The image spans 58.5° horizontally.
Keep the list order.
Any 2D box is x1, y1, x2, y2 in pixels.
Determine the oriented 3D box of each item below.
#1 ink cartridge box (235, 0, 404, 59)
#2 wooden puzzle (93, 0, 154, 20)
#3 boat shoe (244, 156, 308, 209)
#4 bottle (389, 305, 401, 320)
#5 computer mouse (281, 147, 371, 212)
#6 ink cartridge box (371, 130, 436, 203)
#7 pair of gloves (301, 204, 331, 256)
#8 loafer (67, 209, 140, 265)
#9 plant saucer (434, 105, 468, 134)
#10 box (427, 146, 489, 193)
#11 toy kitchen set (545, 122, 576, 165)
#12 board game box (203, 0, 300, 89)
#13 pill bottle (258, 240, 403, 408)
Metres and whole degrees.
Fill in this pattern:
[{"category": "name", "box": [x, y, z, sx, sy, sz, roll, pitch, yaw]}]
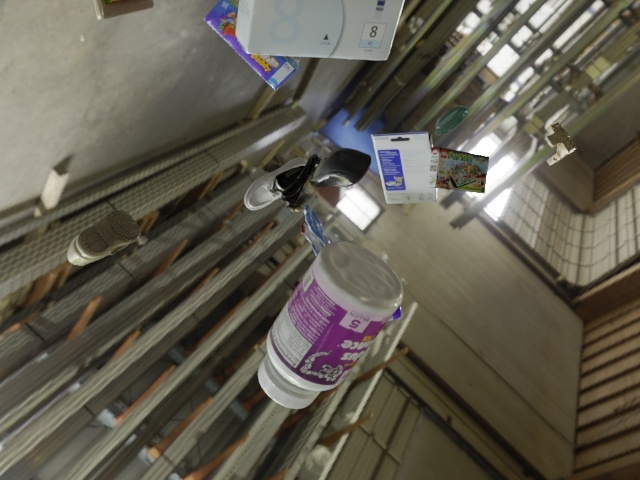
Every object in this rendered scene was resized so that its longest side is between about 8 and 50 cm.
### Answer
[{"category": "ink cartridge box", "box": [0.026, -0.523, 1.024, 0.308, 0.091, 0.385, -6, 133, -25]}, {"category": "wooden puzzle", "box": [-0.428, -0.602, 1.221, 0.238, 0.044, 0.221, -64, 154, -58]}, {"category": "boat shoe", "box": [-0.150, -0.190, 1.979, 0.267, 0.096, 0.088, -30, -161, 4]}, {"category": "bottle", "box": [0.119, 0.239, 1.884, 0.283, 0.092, 0.118, -13, -160, -8]}, {"category": "computer mouse", "box": [-0.005, -0.146, 1.350, 0.262, 0.060, 0.184, 11, -117, 57]}, {"category": "ink cartridge box", "box": [0.258, -0.231, 1.718, 0.332, 0.165, 0.065, 68, 27, -55]}, {"category": "pair of gloves", "box": [0.000, 0.000, 1.462, 0.023, 0.159, 0.198, -30, -156, 14]}, {"category": "loafer", "box": [-0.564, -0.008, 1.480, 0.092, 0.102, 0.268, -27, -174, 17]}, {"category": "plant saucer", "box": [0.384, -0.361, 1.697, 0.119, 0.021, 0.119, -30, 161, -11]}, {"category": "box", "box": [0.399, -0.200, 1.649, 0.036, 0.207, 0.114, 12, -82, 56]}, {"category": "toy kitchen set", "box": [0.595, -0.245, 1.480, 0.068, 0.083, 0.075, -24, 168, -25]}, {"category": "board game box", "box": [-0.152, -0.555, 1.482, 0.078, 0.233, 0.347, -37, -155, 26]}, {"category": "pill bottle", "box": [0.005, 0.163, 1.038, 0.301, 0.169, 0.169, -58, 174, 27]}]
